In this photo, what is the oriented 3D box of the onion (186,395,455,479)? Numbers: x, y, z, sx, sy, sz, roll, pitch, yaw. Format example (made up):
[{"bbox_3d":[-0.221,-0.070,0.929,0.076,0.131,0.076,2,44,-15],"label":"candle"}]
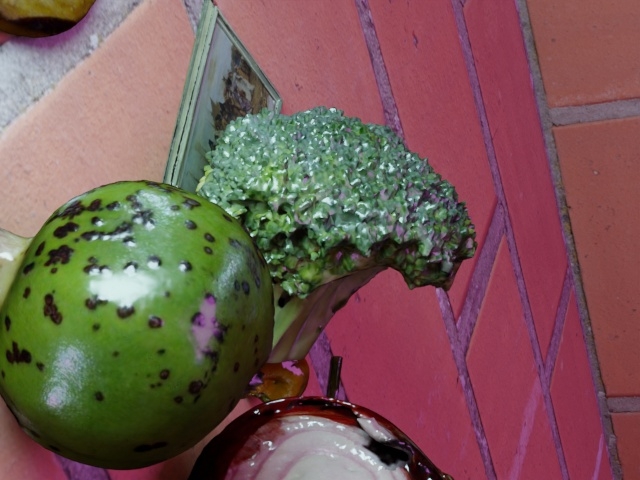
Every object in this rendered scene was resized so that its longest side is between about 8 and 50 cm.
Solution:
[{"bbox_3d":[0.009,0.336,1.198,0.341,0.341,0.341,-4,90,-66],"label":"onion"}]

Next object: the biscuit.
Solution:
[{"bbox_3d":[-0.276,-0.270,1.009,0.228,0.031,0.176,52,40,-49],"label":"biscuit"}]

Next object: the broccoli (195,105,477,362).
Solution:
[{"bbox_3d":[0.000,-0.023,1.296,0.375,0.302,0.249,1,61,-41],"label":"broccoli"}]

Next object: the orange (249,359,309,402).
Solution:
[{"bbox_3d":[-0.055,0.158,1.381,0.062,0.086,0.086,-100,172,-60],"label":"orange"}]

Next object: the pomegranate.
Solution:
[{"bbox_3d":[-0.172,0.066,0.952,0.254,0.270,0.254,-159,-90,-82],"label":"pomegranate"}]

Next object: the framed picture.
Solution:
[{"bbox_3d":[-0.110,-0.124,1.374,0.217,0.017,0.274,48,44,-53],"label":"framed picture"}]

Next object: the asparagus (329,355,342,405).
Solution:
[{"bbox_3d":[0.018,0.225,1.604,0.018,0.015,0.127,44,47,-54],"label":"asparagus"}]
